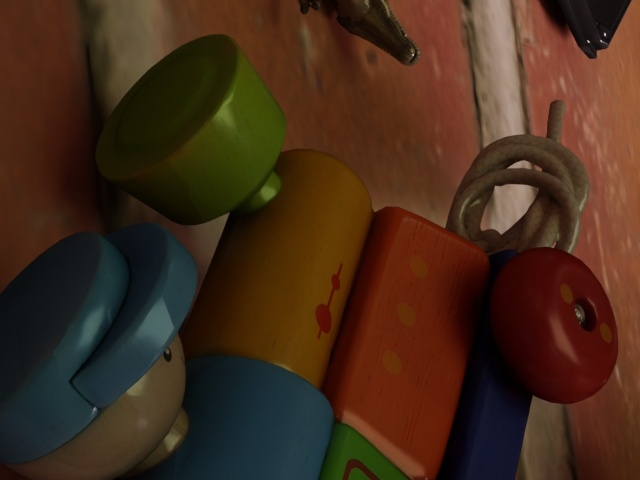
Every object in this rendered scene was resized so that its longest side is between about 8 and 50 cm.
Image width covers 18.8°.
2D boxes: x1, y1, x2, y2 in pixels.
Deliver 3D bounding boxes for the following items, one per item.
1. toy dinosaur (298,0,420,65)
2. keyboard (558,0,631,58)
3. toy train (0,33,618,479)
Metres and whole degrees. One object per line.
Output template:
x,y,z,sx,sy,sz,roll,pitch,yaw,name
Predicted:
-0.008,-0.138,0.595,0.092,0.053,0.183,-57,139,-73,toy dinosaur
0.085,-0.255,0.813,0.201,0.033,0.317,-58,132,-44,keyboard
0.000,0.000,0.509,0.143,0.105,0.248,46,41,-27,toy train
